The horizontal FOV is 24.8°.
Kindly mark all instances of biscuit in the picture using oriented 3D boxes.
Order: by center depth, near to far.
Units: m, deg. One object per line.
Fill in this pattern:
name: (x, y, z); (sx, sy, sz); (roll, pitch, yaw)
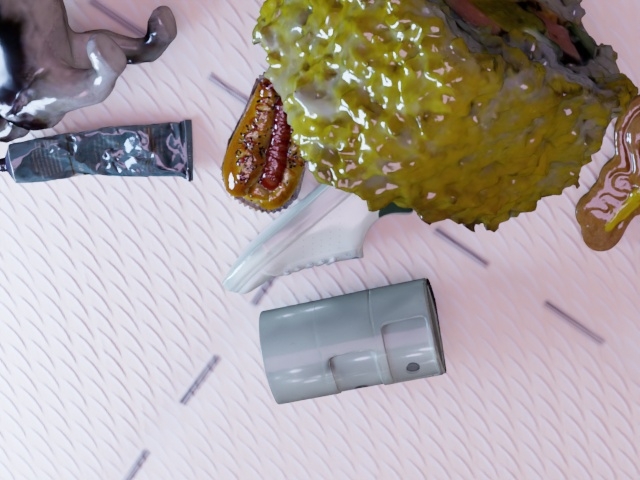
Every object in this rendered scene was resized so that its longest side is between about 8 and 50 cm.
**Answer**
biscuit: (0.443, -0.102, 1.811); (0.186, 0.044, 0.295); (19, 107, -4)

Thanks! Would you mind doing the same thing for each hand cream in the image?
hand cream: (-0.285, -0.105, 1.847); (0.248, 0.052, 0.075); (-3, 117, 0)

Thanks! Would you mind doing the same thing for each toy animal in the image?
toy animal: (-0.392, -0.269, 1.728); (0.303, 0.194, 0.344); (-22, 119, 32)

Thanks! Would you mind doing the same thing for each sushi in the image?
sushi: (0.136, -0.206, 1.618); (0.396, 0.351, 0.240); (6, 134, -41)

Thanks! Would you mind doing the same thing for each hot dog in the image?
hot dog: (-0.058, -0.128, 1.829); (0.108, 0.059, 0.191); (20, 105, -7)

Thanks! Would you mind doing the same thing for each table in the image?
table: (0.042, 0.129, 1.860); (0.220, 0.126, 0.126); (-11, 105, 7)

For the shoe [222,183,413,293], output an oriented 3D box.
shoe: (0.000, 0.000, 1.843); (0.265, 0.095, 0.110); (-42, 100, 11)
